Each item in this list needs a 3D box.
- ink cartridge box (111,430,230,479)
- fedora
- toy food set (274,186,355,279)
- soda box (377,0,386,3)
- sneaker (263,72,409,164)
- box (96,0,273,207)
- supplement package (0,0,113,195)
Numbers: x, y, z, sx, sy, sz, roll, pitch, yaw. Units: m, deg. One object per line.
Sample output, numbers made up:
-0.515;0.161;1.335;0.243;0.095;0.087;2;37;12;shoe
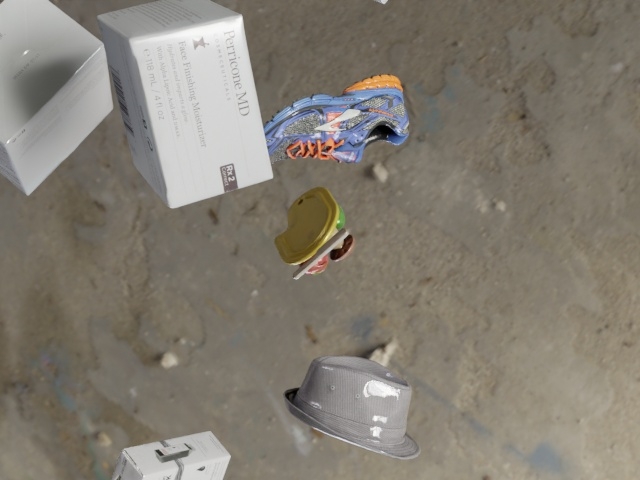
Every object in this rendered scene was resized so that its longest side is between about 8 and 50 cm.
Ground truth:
-0.195;0.308;1.280;0.056;0.135;0.099;40;121;39;ink cartridge box
0.073;0.292;1.859;0.275;0.243;0.124;19;96;21;fedora
0.000;0.000;1.618;0.128;0.218;0.071;-45;117;10;toy food set
0.078;-0.532;1.811;0.074;0.069;0.216;30;165;35;soda box
0.015;-0.129;1.195;0.087;0.221;0.083;64;162;12;sneaker
-0.147;-0.155;1.071;0.182;0.119;0.181;-139;35;-60;box
-0.414;-0.207;1.406;0.149;0.194;0.203;38;162;4;supplement package
